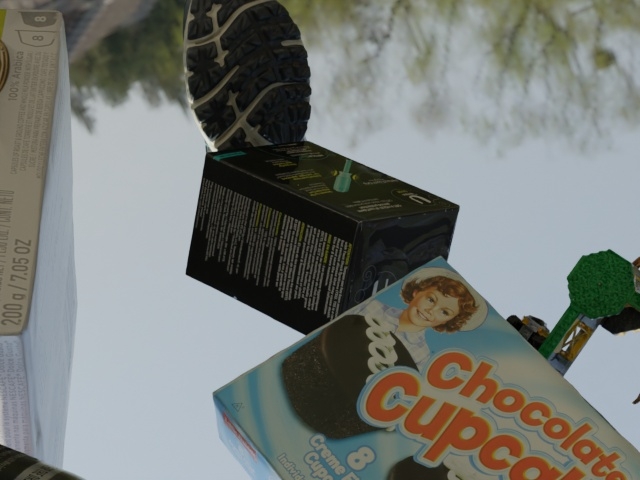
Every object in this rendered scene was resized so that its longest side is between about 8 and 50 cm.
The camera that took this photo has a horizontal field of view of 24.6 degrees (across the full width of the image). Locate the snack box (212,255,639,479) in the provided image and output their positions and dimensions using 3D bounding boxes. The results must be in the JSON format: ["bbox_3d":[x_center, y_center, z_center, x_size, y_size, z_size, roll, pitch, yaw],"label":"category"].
[{"bbox_3d":[0.100,0.167,0.887,0.187,0.060,0.322,-30,-124,-21],"label":"snack box"}]

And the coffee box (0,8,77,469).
[{"bbox_3d":[-0.368,0.052,1.119,0.335,0.338,0.337,2,-135,-5],"label":"coffee box"}]

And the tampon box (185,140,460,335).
[{"bbox_3d":[0.000,0.000,1.103,0.161,0.101,0.120,25,-157,37],"label":"tampon box"}]

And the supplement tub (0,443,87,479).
[{"bbox_3d":[-0.253,0.194,0.802,0.338,0.207,0.207,19,-149,7],"label":"supplement tub"}]

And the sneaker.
[{"bbox_3d":[-0.067,-0.095,1.247,0.110,0.283,0.122,-28,-151,-21],"label":"sneaker"}]

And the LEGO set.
[{"bbox_3d":[0.314,0.175,1.263,0.331,0.192,0.255,27,-91,35],"label":"LEGO set"}]
